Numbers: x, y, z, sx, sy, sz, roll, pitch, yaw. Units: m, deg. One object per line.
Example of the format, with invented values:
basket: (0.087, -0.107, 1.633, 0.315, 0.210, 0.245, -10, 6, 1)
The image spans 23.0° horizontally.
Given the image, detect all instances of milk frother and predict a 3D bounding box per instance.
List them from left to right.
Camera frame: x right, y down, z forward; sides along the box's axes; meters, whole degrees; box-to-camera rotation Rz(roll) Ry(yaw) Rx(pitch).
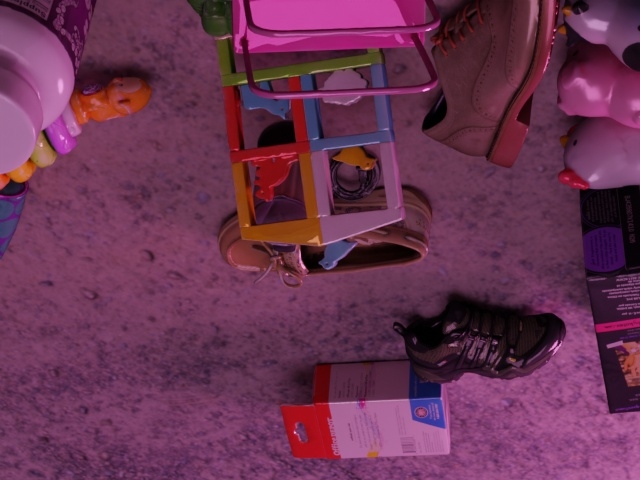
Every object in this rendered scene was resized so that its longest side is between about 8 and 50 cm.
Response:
milk frother: (-0.006, -0.060, 1.919, 0.143, 0.134, 0.129, -9, 135, 15)

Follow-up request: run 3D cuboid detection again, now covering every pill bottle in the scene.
pill bottle: (-0.335, -0.214, 1.670, 0.169, 0.301, 0.169, 3, 136, 3)

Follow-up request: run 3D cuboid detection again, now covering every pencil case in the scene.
pencil case: (-0.427, -0.031, 2.040, 0.070, 0.064, 0.151, 6, 138, -25)

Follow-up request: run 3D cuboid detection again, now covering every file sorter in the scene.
file sorter: (0.017, -0.298, 1.527, 0.202, 0.182, 0.290, -3, 117, -6)

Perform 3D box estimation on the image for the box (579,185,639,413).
box: (0.416, 0.072, 1.992, 0.143, 0.165, 0.270, -6, 135, 12)

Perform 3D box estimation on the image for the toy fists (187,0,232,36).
toy fists: (-0.021, -0.299, 1.702, 0.279, 0.096, 0.142, -19, 132, 21)

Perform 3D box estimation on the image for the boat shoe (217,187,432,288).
boat shoe: (0.000, 0.000, 2.012, 0.285, 0.089, 0.104, -11, 134, 17)

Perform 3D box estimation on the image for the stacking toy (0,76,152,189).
stacking toy: (-0.346, -0.140, 1.873, 0.302, 0.175, 0.165, -16, 116, 2)

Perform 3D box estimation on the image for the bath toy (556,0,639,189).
bath toy: (0.324, -0.184, 1.759, 0.129, 0.151, 0.348, -27, 144, -19)

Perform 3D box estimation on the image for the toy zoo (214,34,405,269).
toy zoo: (-0.010, -0.112, 1.806, 0.192, 0.030, 0.293, -6, 93, 13)

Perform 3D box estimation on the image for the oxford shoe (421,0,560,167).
oxford shoe: (0.187, -0.219, 1.748, 0.130, 0.123, 0.348, 11, 135, 2)

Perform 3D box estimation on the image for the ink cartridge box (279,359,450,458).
ink cartridge box: (0.067, 0.244, 2.267, 0.231, 0.078, 0.134, -3, 135, 9)

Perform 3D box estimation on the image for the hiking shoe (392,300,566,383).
hiking shoe: (0.215, 0.130, 2.129, 0.227, 0.086, 0.114, -14, 136, 20)
